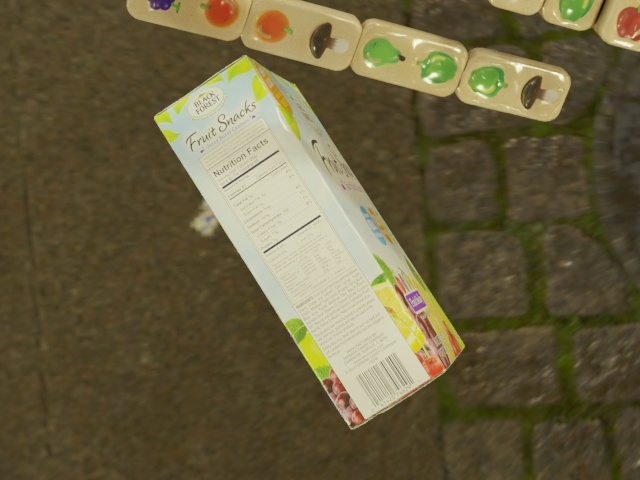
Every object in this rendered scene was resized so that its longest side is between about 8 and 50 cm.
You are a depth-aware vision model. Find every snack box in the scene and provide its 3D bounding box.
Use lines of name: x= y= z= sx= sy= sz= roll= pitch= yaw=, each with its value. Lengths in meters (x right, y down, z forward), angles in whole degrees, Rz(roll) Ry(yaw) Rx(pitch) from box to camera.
snack box: x=0.000 y=0.000 z=0.974 sx=0.070 sy=0.174 sz=0.207 roll=-34 pitch=86 yaw=7

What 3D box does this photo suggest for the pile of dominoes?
pile of dominoes: x=0.054 y=-0.160 z=0.779 sx=0.251 sy=0.040 sz=0.196 roll=12 pitch=116 yaw=-17
